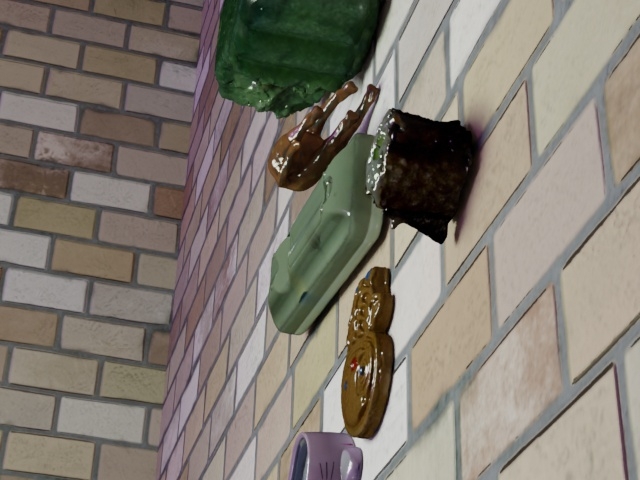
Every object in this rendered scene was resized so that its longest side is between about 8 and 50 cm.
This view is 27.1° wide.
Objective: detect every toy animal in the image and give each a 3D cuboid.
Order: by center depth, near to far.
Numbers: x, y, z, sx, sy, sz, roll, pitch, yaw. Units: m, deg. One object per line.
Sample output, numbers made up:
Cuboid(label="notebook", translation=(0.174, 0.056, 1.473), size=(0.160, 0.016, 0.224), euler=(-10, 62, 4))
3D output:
Cuboid(label="toy animal", translation=(-0.005, -0.111, 1.580), size=(0.230, 0.066, 0.224), euler=(-52, -3, 41))

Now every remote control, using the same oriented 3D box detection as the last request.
Cuboid(label="remote control", translation=(0.000, 0.000, 1.530), size=(0.335, 0.065, 0.128), euler=(124, 152, -61))

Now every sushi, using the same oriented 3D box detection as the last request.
Cuboid(label="sushi", translation=(0.083, -0.062, 1.166), size=(0.094, 0.084, 0.098), euler=(-106, 32, -68))

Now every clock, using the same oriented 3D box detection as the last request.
Cuboid(label="clock", translation=(-0.002, 0.272, 1.357), size=(0.110, 0.050, 0.153), euler=(164, 115, -76))

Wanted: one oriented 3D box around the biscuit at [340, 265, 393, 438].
Cuboid(label="biscuit", translation=(0.044, 0.113, 1.334), size=(0.124, 0.026, 0.175), euler=(125, 152, -61))

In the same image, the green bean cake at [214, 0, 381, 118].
Cuboid(label="green bean cake", translation=(-0.035, -0.286, 1.688), size=(0.308, 0.169, 0.300), euler=(111, 165, -45))
